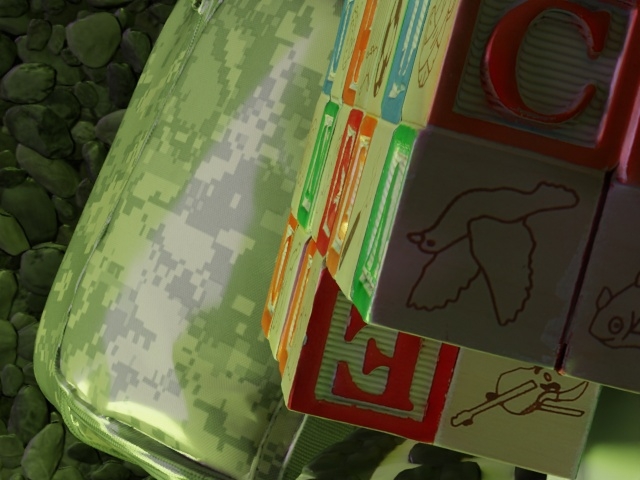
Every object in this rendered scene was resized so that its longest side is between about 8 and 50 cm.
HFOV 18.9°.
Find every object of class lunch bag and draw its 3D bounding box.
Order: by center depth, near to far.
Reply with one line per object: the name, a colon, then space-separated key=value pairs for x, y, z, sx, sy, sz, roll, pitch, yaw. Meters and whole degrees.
lunch bag: x=0.000 y=0.000 z=0.988 sx=0.305 sy=0.213 sz=0.256 roll=-66 pitch=19 yaw=-1

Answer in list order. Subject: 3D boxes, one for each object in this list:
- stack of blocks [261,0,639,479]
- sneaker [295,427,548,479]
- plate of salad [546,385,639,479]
stack of blocks: x=0.051 y=-0.026 z=0.544 sx=0.297 sy=0.087 sz=0.171 roll=-130 pitch=54 yaw=-83
sneaker: x=0.058 y=0.201 z=0.593 sx=0.410 sy=0.158 sz=0.182 roll=-80 pitch=-11 yaw=-58
plate of salad: x=0.130 y=0.043 z=0.520 sx=0.200 sy=0.048 sz=0.200 roll=-49 pitch=27 yaw=36
